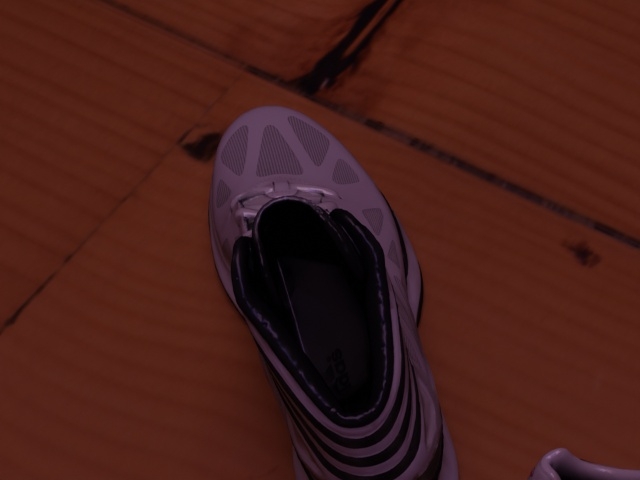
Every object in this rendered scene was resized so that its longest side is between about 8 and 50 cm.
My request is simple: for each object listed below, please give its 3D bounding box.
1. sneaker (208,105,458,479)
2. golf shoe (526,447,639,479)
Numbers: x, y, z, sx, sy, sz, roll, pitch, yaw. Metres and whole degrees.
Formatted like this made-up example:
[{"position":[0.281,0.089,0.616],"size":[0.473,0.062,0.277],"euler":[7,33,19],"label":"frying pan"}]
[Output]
[{"position":[0.001,0.000,1.498],"size":[0.169,0.257,0.447],"euler":[-16,50,-4],"label":"sneaker"},{"position":[0.268,0.235,1.357],"size":[0.273,0.120,0.105],"euler":[17,54,19],"label":"golf shoe"}]
